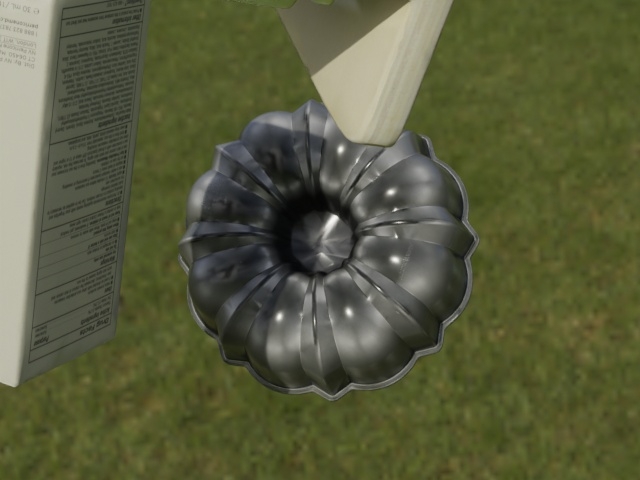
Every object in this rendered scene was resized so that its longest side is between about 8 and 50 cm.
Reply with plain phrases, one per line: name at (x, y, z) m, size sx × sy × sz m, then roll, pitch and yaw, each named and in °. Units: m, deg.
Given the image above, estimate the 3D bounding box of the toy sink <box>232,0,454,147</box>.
toy sink at (-0.020, -0.169, 0.589) m, size 0.131 × 0.234 × 0.153 m, roll 5°, pitch 35°, yaw -23°

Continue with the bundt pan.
bundt pan at (0.000, 0.000, 1.838) m, size 0.331 × 0.330 × 0.124 m, roll -3°, pitch -11°, yaw 7°

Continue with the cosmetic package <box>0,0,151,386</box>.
cosmetic package at (-0.230, -0.059, 1.385) m, size 0.113 × 0.309 × 0.160 m, roll 15°, pitch 17°, yaw 21°
